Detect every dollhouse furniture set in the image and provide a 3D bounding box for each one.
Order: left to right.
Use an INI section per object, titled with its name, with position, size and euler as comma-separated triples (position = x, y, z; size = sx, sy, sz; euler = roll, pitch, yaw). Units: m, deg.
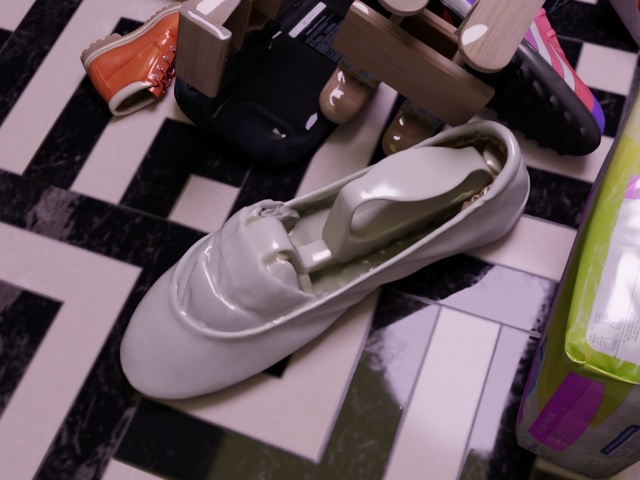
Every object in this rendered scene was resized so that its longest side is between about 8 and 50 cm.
[dollhouse furniture set]
position = 0.023, -0.159, 0.660
size = 0.242, 0.212, 0.161
euler = 33, 72, -3

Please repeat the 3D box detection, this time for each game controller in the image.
[game controller]
position = -0.003, -0.217, 0.822
size = 0.166, 0.067, 0.319
euler = 40, 73, 6

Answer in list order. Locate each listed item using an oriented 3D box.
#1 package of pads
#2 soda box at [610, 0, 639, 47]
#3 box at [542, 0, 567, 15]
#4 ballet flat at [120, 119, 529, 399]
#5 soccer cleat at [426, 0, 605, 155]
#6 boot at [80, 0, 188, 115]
[package of pads]
position = 0.243, 0.010, 0.582
size = 0.101, 0.229, 0.296
euler = 20, 66, 14
[soda box]
position = 0.411, -0.331, 0.794
size = 0.091, 0.098, 0.286
euler = 47, 71, -21
[box]
position = 0.250, -0.344, 0.863
size = 0.233, 0.044, 0.159
euler = -36, 66, -13
[ballet flat]
position = 0.000, 0.000, 0.664
size = 0.400, 0.139, 0.139
euler = -25, 64, -7
[soccer cleat]
position = 0.173, -0.219, 0.752
size = 0.116, 0.108, 0.318
euler = -38, 76, -13
[boot]
position = -0.166, -0.191, 0.820
size = 0.158, 0.059, 0.084
euler = -28, 67, 0
